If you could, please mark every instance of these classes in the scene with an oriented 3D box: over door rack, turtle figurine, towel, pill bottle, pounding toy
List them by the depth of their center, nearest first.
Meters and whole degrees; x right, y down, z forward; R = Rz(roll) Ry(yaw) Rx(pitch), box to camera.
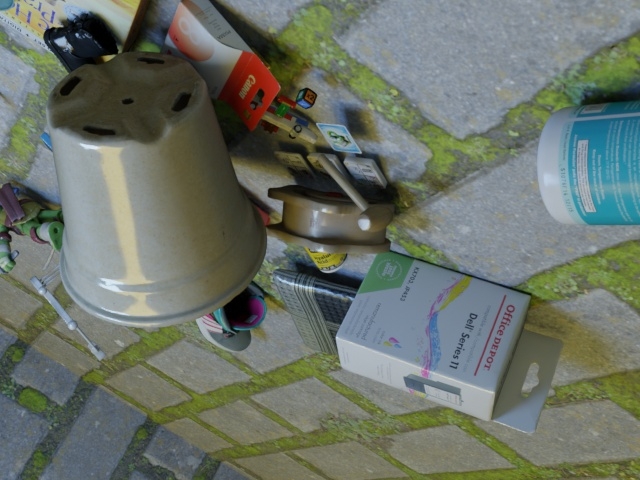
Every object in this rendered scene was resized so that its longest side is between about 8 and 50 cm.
[{"bbox_3d":[0.394,-0.089,0.973,0.264,0.146,0.146,1,142,40],"label":"pill bottle"},{"bbox_3d":[0.035,-0.064,1.374,0.154,0.155,0.269,-6,-164,-44],"label":"pounding toy"},{"bbox_3d":[0.000,0.000,1.538,0.065,0.065,0.116,4,144,36],"label":"pill bottle"},{"bbox_3d":[0.075,0.173,1.763,0.312,0.056,0.324,14,152,20],"label":"towel"},{"bbox_3d":[-0.477,0.122,1.954,0.108,0.239,0.324,39,162,37],"label":"over door rack"},{"bbox_3d":[-0.640,0.007,1.966,0.266,0.275,0.197,-2,175,35],"label":"turtle figurine"}]

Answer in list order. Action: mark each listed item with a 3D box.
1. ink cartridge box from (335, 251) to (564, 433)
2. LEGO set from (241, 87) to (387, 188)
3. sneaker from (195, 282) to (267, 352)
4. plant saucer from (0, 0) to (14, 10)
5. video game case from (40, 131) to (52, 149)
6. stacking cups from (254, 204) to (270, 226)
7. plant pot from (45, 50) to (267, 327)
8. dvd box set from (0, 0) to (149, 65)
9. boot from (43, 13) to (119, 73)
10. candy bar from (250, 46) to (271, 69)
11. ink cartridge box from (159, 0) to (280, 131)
[{"bbox_3d":[0.229,0.169,1.471,0.353,0.207,0.119,17,148,18],"label":"ink cartridge box"},{"bbox_3d":[-0.011,-0.167,1.313,0.182,0.060,0.244,10,159,29],"label":"LEGO set"},{"bbox_3d":[-0.189,0.170,1.929,0.178,0.124,0.296,17,150,38],"label":"sneaker"},{"bbox_3d":[-0.488,-0.384,1.231,0.119,0.021,0.119,21,151,12],"label":"plant saucer"},{"bbox_3d":[-0.496,-0.155,1.670,0.119,0.015,0.166,47,170,-10],"label":"video game case"},{"bbox_3d":[-0.235,-0.099,1.541,0.316,0.096,0.096,37,150,-16],"label":"stacking cups"},{"bbox_3d":[-0.256,-0.096,1.270,0.333,0.334,0.306,17,138,19],"label":"plant pot"},{"bbox_3d":[-0.375,-0.409,1.180,0.307,0.062,0.420,33,152,-11],"label":"dvd box set"},{"bbox_3d":[-0.340,-0.279,1.264,0.099,0.045,0.121,-2,146,31],"label":"boot"},{"bbox_3d":[-0.135,-0.250,1.292,0.040,0.018,0.161,45,147,-23],"label":"candy bar"},{"bbox_3d":[-0.149,-0.246,1.231,0.179,0.045,0.145,51,150,2],"label":"ink cartridge box"}]
